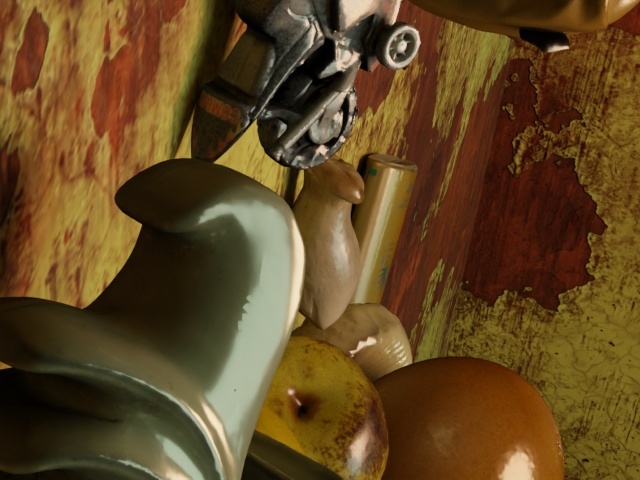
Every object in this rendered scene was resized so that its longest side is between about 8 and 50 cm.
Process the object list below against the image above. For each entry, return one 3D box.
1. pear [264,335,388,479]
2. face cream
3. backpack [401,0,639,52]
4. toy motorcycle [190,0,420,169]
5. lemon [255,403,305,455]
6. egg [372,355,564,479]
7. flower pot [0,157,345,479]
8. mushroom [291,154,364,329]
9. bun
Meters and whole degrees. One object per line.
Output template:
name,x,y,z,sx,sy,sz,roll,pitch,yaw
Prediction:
pear,-0.030,0.199,1.636,0.197,0.197,0.197,17,90,-80
face cream,0.057,0.030,2.158,0.139,0.067,0.285,-16,123,-75
backpack,0.169,-0.364,1.397,0.201,0.353,0.378,-96,-161,-77
toy motorcycle,-0.007,-0.196,1.282,0.173,0.108,0.307,1,114,-44
lemon,-0.098,0.194,1.253,0.178,0.203,0.178,-57,176,-6
egg,0.116,0.289,1.799,0.351,0.282,0.282,-48,163,-13
flower pot,-0.102,0.151,1.020,0.254,0.164,0.367,-34,127,-28
mushroom,0.002,0.000,1.762,0.097,0.088,0.212,-74,170,-58
bun,0.005,0.164,1.929,0.222,0.127,0.222,-33,138,-36
